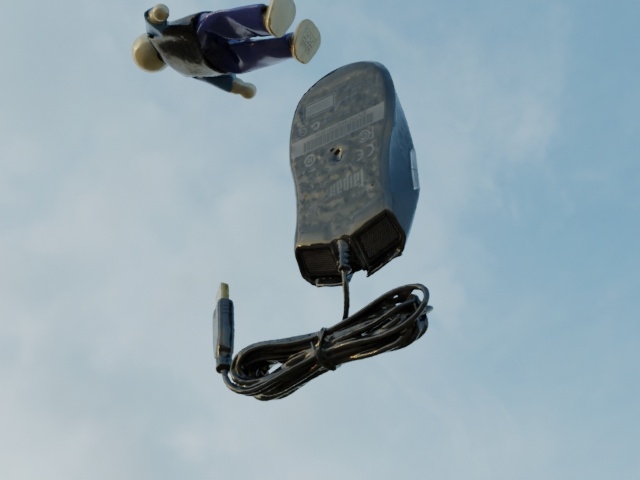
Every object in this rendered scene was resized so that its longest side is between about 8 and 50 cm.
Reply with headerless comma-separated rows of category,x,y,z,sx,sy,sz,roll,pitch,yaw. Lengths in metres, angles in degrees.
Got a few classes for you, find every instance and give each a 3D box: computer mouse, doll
computer mouse,0.000,0.000,0.942,0.184,0.262,0.060,-28,-42,25
doll,-0.091,-0.165,1.107,0.189,0.046,0.129,-1,-31,38
